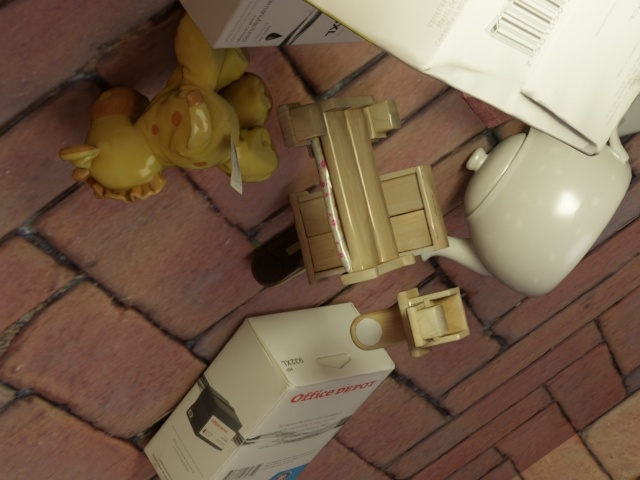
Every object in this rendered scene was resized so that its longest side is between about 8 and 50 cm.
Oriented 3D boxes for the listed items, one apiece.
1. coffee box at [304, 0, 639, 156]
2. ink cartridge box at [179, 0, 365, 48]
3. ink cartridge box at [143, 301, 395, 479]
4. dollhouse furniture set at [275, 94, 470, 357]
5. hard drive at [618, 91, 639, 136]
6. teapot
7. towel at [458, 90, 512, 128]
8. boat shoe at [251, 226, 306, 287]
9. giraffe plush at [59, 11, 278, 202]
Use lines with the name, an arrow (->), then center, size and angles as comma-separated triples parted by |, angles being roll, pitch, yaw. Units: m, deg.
coffee box -> 0.110, -0.309, 1.272 | 0.337, 0.334, 0.338 | -59, 152, 10
ink cartridge box -> -0.014, -0.263, 1.595 | 0.203, 0.086, 0.148 | -9, 145, -43
ink cartridge box -> -0.075, 0.238, 2.405 | 0.223, 0.129, 0.307 | -6, 144, -47
dollhouse furniture set -> 0.006, 0.007, 1.878 | 0.174, 0.303, 0.355 | -14, 179, 22
hard drive -> 0.543, -0.253, 2.385 | 0.353, 0.047, 0.233 | -14, 149, -38
teapot -> 0.281, -0.065, 2.248 | 0.256, 0.187, 0.252 | -55, -177, -20
towel -> 0.328, -0.226, 2.013 | 0.329, 0.037, 0.237 | -22, 171, 9
boat shoe -> 0.000, 0.000, 2.151 | 0.190, 0.068, 0.072 | -26, 169, 4
giraffe plush -> -0.153, -0.103, 1.640 | 0.171, 0.210, 0.181 | -17, 129, 19
